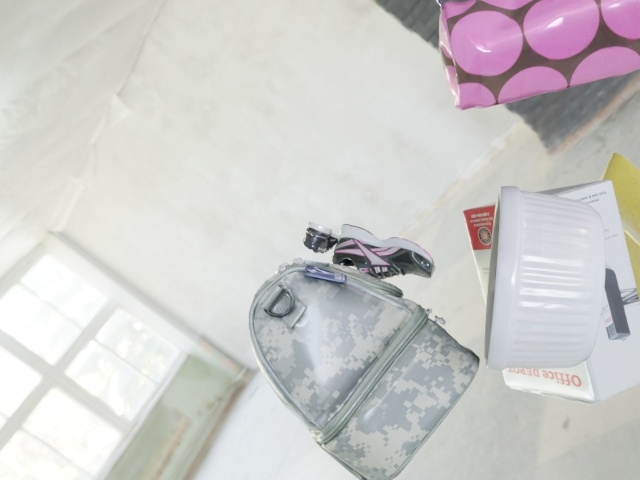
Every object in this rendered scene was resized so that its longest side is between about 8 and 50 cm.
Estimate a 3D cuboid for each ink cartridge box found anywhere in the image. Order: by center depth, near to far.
[{"bbox_3d":[0.325,0.069,1.048,0.114,0.273,0.197,-15,3,-23],"label":"ink cartridge box"}]

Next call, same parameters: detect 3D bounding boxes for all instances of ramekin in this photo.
[{"bbox_3d":[0.245,0.045,0.841,0.207,0.109,0.207,5,-90,-80],"label":"ramekin"}]

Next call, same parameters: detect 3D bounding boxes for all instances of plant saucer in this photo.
[{"bbox_3d":[0.603,0.042,1.420,0.081,0.333,0.333,-35,-22,-11],"label":"plant saucer"}]

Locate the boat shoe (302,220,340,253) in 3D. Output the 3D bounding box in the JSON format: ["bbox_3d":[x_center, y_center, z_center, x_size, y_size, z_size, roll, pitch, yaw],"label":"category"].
[{"bbox_3d":[0.000,0.000,1.059,0.125,0.046,0.038,33,-101,-84],"label":"boat shoe"}]

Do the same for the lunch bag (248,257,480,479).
[{"bbox_3d":[0.026,0.142,0.967,0.212,0.256,0.305,-52,-1,-6],"label":"lunch bag"}]

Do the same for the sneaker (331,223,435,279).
[{"bbox_3d":[0.096,0.038,1.196,0.178,0.072,0.077,15,68,34],"label":"sneaker"}]

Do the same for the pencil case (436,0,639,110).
[{"bbox_3d":[0.194,-0.167,0.571,0.209,0.095,0.098,-9,30,13],"label":"pencil case"}]
